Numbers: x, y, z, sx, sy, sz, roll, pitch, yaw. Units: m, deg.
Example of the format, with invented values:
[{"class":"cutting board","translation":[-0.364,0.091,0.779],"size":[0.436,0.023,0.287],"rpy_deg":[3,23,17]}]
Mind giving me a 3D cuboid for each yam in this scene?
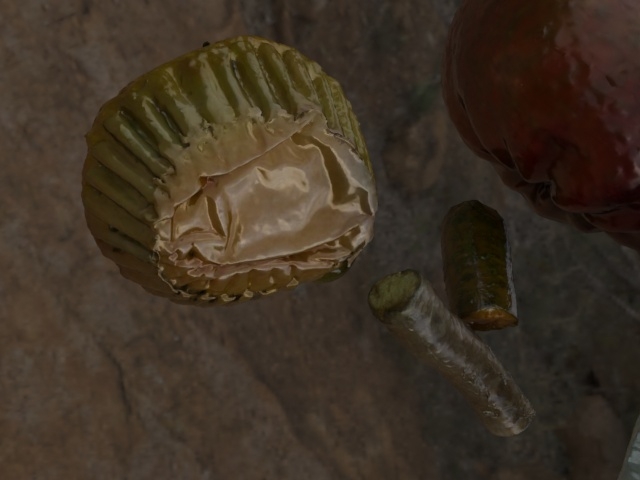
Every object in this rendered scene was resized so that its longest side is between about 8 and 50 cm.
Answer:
[{"class":"yam","translation":[0.144,0.122,1.254],"size":[0.300,0.066,0.066],"rpy_deg":[45,45,-44]}]

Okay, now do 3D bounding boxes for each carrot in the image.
[{"class":"carrot","translation":[0.175,0.032,1.345],"size":[0.082,0.082,0.173],"rpy_deg":[45,33,-38]}]

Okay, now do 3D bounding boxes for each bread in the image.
[{"class":"bread","translation":[-0.069,-0.041,0.952],"size":[0.240,0.240,0.139],"rpy_deg":[47,8,-36]}]

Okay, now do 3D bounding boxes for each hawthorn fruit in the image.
[{"class":"hawthorn fruit","translation":[0.343,-0.195,1.303],"size":[0.403,0.403,0.402],"rpy_deg":[24,60,-50]}]

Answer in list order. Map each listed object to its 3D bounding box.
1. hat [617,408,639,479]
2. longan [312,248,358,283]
[{"class":"hat","translation":[0.425,0.228,1.240],"size":[0.168,0.301,0.257],"rpy_deg":[38,69,-42]},{"class":"longan","translation":[0.000,0.000,1.168],"size":[0.075,0.075,0.083],"rpy_deg":[19,50,-51]}]
